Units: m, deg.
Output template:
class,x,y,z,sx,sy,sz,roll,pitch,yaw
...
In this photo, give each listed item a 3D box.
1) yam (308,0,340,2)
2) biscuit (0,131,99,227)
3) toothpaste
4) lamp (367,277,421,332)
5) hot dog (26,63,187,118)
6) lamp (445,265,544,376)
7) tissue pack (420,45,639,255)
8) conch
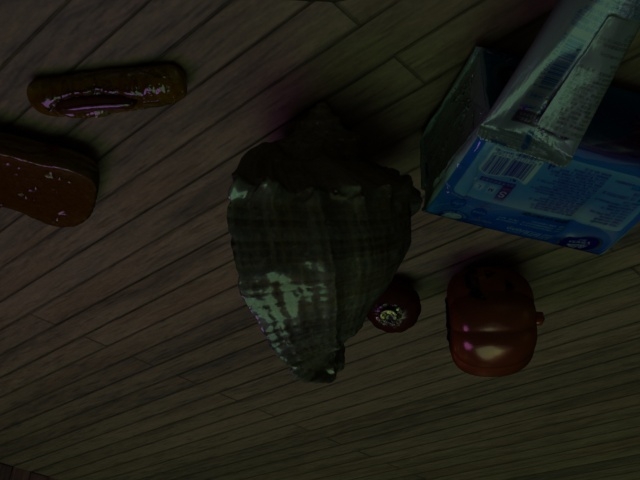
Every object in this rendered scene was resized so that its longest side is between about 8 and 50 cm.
class,x,y,z,sx,sy,sz,roll,pitch,yaw
yam,-0.154,-0.292,0.820,0.371,0.083,0.083,4,147,-3
biscuit,-0.473,-0.082,1.197,0.277,0.052,0.262,10,151,-11
toothpaste,0.272,-0.215,0.797,0.114,0.073,0.299,17,121,-12
lamp,0.127,0.115,1.397,0.101,0.090,0.101,6,115,14
hot dog,-0.275,-0.185,1.021,0.215,0.047,0.066,-2,149,10
lamp,0.291,0.133,1.323,0.163,0.188,0.188,-3,146,3
tissue pack,0.279,-0.107,0.991,0.263,0.146,0.198,12,145,-12
conch,0.015,-0.006,0.995,0.210,0.352,0.297,-21,170,28
